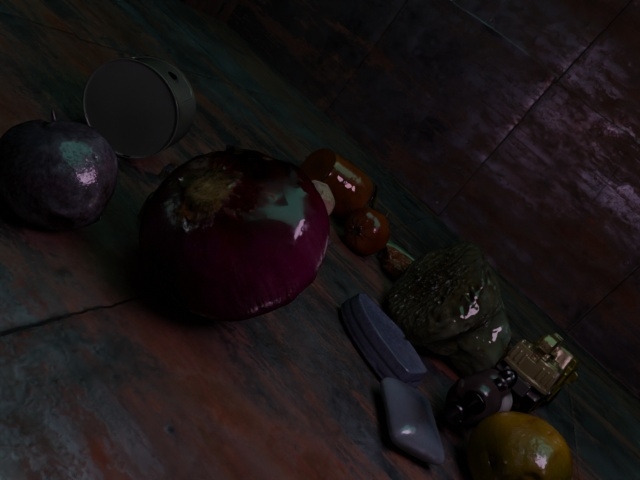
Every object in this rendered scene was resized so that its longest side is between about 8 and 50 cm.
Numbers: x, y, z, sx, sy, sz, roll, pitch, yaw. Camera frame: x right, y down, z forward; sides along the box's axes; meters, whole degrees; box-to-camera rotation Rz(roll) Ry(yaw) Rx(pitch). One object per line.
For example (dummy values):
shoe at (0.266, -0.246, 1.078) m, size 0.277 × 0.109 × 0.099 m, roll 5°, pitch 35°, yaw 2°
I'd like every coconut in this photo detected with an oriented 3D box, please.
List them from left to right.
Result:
coconut at (-0.013, -0.142, 1.789) m, size 0.116 × 0.116 × 0.122 m, roll 26°, pitch 25°, yaw -33°

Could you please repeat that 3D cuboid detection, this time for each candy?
candy at (0.192, 0.375, 1.112) m, size 0.138 × 0.071 × 0.174 m, roll 34°, pitch 21°, yaw -17°

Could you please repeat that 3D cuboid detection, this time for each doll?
doll at (0.388, 0.383, 1.288) m, size 0.257 × 0.182 × 0.117 m, roll 14°, pitch 45°, yaw -56°

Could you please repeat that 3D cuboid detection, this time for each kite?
kite at (-0.350, -0.159, 1.375) m, size 0.182 × 0.010 × 0.160 m, roll 11°, pitch 35°, yaw -54°

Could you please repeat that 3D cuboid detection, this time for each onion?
onion at (-0.144, 0.017, 1.013) m, size 0.348 × 0.347 × 0.385 m, roll 54°, pitch -10°, yaw 35°

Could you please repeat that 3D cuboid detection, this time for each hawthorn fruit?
hawthorn fruit at (0.186, -0.041, 1.849) m, size 0.165 × 0.165 × 0.285 m, roll 44°, pitch 24°, yaw 12°

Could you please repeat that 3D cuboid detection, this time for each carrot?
carrot at (0.088, -0.182, 1.923) m, size 0.331 × 0.193 × 0.214 m, roll 37°, pitch -4°, yaw -18°

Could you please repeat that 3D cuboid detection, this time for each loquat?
loquat at (0.430, 0.468, 1.150) m, size 0.213 × 0.213 × 0.246 m, roll 42°, pitch 20°, yaw 6°

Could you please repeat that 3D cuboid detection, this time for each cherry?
cherry at (-0.438, -0.108, 0.879) m, size 0.195 × 0.195 × 0.195 m, roll 34°, pitch 21°, yaw -15°

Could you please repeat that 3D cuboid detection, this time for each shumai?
shumai at (0.402, 0.221, 1.541) m, size 0.323 × 0.324 × 0.398 m, roll 49°, pitch 22°, yaw -18°

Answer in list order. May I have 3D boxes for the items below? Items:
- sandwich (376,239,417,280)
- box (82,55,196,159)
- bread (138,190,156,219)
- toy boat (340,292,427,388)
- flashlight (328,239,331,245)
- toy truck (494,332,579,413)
sandwich at (0.294, 0.112, 1.862) m, size 0.235 × 0.079 × 0.159 m, roll 36°, pitch 30°, yaw -1°
box at (-0.427, -0.322, 1.267) m, size 0.226 × 0.226 × 0.149 m, roll 36°, pitch 20°, yaw -10°
bread at (-0.327, -0.050, 1.099) m, size 0.076 × 0.070 × 0.083 m, roll 20°, pitch 30°, yaw -41°
toy boat at (0.144, 0.244, 1.300) m, size 0.127 × 0.078 × 0.283 m, roll 10°, pitch 36°, yaw -48°
flashlight at (0.000, 0.000, 1.629) m, size 0.031 × 0.052 × 0.110 m, roll 10°, pitch -4°, yaw 30°
toy truck at (0.700, 0.409, 1.699) m, size 0.181 × 0.254 × 0.405 m, roll 47°, pitch 18°, yaw 32°
